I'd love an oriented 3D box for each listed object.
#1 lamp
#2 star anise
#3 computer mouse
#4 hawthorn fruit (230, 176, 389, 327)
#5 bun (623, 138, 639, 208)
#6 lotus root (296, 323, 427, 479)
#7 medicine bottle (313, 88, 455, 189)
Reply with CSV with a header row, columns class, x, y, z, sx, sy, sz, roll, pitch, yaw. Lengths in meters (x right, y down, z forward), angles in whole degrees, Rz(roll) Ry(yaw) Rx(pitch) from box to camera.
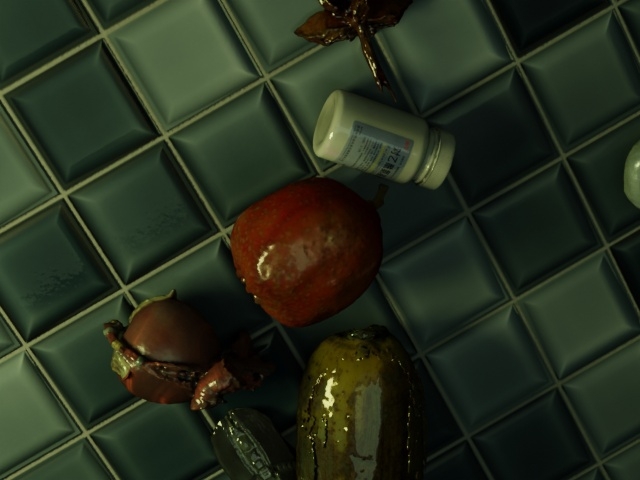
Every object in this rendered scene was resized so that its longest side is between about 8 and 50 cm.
class,x,y,z,sx,sy,sz,roll,pitch,yaw
lamp,-0.202,0.172,1.885,0.223,0.215,0.151,44,110,3
star anise,0.060,-0.282,1.809,0.158,0.144,0.140,-36,147,32
computer mouse,-0.090,0.342,2.000,0.106,0.062,0.192,-34,111,0
hawthorn fruit,0.000,0.000,1.849,0.253,0.205,0.205,-36,110,-4
bun,0.522,-0.107,1.971,0.141,0.083,0.141,-2,116,-5
lotus root,0.060,0.318,1.963,0.196,0.179,0.397,-2,101,0
medicine bottle,0.091,-0.141,1.866,0.186,0.103,0.103,18,102,-16
